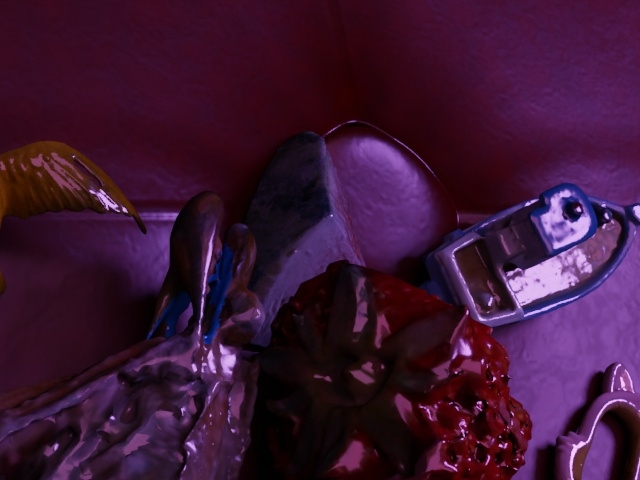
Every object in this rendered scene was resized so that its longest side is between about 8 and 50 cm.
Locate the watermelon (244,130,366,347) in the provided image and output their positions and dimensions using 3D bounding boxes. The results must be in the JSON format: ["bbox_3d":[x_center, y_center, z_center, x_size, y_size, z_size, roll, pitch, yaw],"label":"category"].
[{"bbox_3d":[-0.005,-0.006,0.988,0.094,0.081,0.180,23,62,-48],"label":"watermelon"}]

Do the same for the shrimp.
[{"bbox_3d":[-0.165,0.156,0.805,0.221,0.110,0.446,34,60,-2],"label":"shrimp"}]

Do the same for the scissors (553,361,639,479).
[{"bbox_3d":[0.222,0.246,1.016,0.160,0.024,0.318,32,57,-16],"label":"scissors"}]

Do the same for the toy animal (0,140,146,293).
[{"bbox_3d":[-0.232,-0.031,0.838,0.219,0.095,0.155,-26,85,-48],"label":"toy animal"}]

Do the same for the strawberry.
[{"bbox_3d":[0.055,0.118,0.903,0.201,0.187,0.184,23,100,-48],"label":"strawberry"}]

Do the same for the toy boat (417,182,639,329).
[{"bbox_3d":[0.174,0.008,1.047,0.215,0.102,0.088,-19,81,-34],"label":"toy boat"}]
